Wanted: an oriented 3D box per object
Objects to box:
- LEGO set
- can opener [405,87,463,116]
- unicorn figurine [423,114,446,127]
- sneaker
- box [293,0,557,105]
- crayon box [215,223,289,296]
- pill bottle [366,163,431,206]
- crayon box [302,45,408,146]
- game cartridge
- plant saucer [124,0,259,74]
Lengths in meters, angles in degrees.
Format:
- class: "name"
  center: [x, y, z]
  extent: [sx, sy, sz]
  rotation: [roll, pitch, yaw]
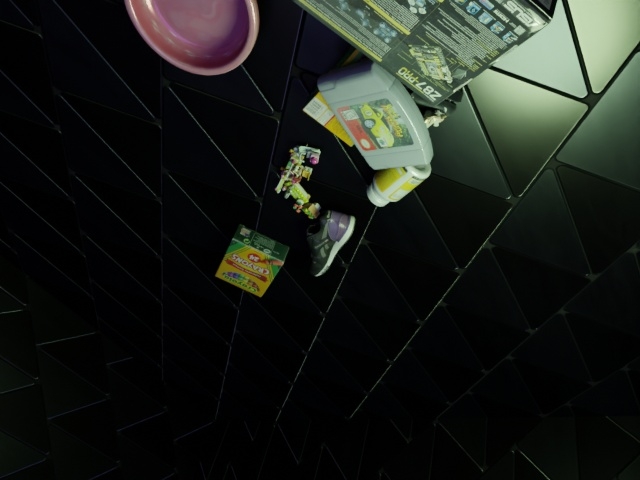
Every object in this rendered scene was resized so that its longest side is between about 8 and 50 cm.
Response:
- class: "LEGO set"
  center: [-0.072, -0.155, 1.598]
  extent: [0.132, 0.107, 0.287]
  rotation: [11, 139, 9]
- class: "can opener"
  center: [0.261, -0.336, 1.253]
  extent: [0.059, 0.186, 0.073]
  rotation: [33, 118, 49]
- class: "unicorn figurine"
  center: [0.241, -0.294, 1.359]
  extent: [0.162, 0.060, 0.111]
  rotation: [18, 140, 1]
- class: "sneaker"
  center: [0.000, 0.000, 1.744]
  extent: [0.124, 0.107, 0.283]
  rotation: [20, 131, -14]
- class: "box"
  center: [0.169, -0.452, 0.964]
  extent: [0.395, 0.097, 0.318]
  rotation: [31, 152, -16]
- class: "crayon box"
  center: [-0.266, 0.095, 1.973]
  extent: [0.202, 0.081, 0.318]
  rotation: [25, 140, -8]
- class: "pill bottle"
  center: [0.212, -0.172, 1.474]
  extent: [0.103, 0.103, 0.184]
  rotation: [33, 138, -16]
- class: "crayon box"
  center: [0.103, -0.376, 1.304]
  extent: [0.165, 0.081, 0.278]
  rotation: [34, 137, -18]
- class: "game cartridge"
  center: [0.141, -0.286, 1.248]
  extent: [0.196, 0.060, 0.294]
  rotation: [-3, 138, 43]
- class: "plant saucer"
  center: [-0.298, -0.560, 1.251]
  extent: [0.332, 0.084, 0.332]
  rotation: [10, 138, 9]
